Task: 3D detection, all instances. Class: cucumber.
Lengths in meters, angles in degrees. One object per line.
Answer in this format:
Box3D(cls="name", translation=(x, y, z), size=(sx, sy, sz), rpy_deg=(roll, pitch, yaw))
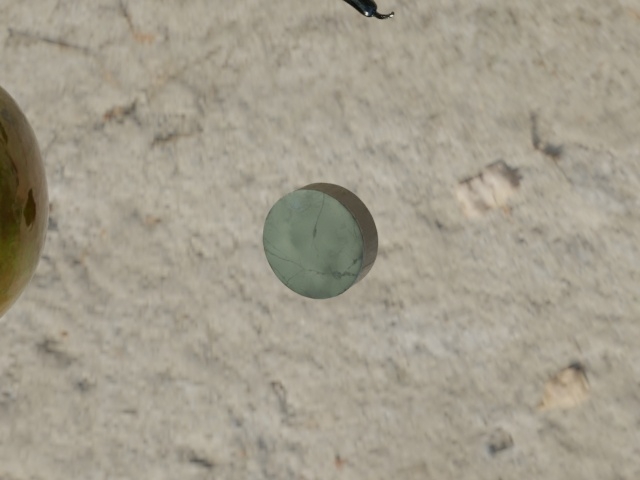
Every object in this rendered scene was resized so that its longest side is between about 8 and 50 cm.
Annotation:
Box3D(cls="cucumber", translation=(0.019, -0.293, 1.688), size=(0.163, 0.039, 0.043), rpy_deg=(51, 131, 9))

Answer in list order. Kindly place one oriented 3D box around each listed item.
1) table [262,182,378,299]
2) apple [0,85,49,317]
Box3D(cls="table", translation=(0.000, 0.000, 1.819), size=(0.133, 0.043, 0.133), rpy_deg=(9, 109, 26))
Box3D(cls="apple", translation=(-0.452, -0.049, 1.612), size=(0.339, 0.339, 0.340), rpy_deg=(-2, 117, -4))
